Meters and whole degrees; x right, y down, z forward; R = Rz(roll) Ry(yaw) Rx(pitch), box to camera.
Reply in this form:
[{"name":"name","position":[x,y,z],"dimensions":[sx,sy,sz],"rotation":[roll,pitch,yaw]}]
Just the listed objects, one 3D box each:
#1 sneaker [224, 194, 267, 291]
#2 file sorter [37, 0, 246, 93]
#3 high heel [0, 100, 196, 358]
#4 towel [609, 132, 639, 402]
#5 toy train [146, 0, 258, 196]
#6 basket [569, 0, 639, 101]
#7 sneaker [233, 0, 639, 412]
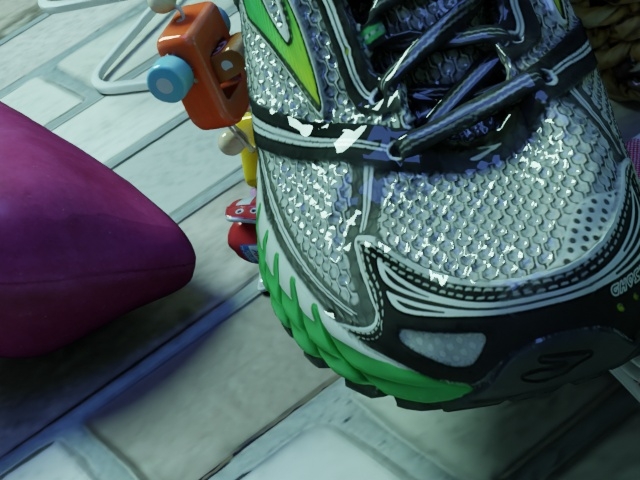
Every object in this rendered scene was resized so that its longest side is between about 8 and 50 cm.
[{"name":"sneaker","position":[0.000,0.000,0.609],"dimensions":[0.067,0.042,0.118],"rotation":[-26,21,-8]},{"name":"file sorter","position":[-0.097,-0.241,0.845],"dimensions":[0.193,0.277,0.173],"rotation":[-2,41,35]},{"name":"high heel","position":[-0.178,-0.030,0.777],"dimensions":[0.181,0.127,0.377],"rotation":[0,22,-13]},{"name":"towel","position":[0.168,-0.015,0.524],"dimensions":[0.197,0.029,0.144],"rotation":[-27,29,-9]},{"name":"toy train","position":[-0.017,-0.088,0.685],"dimensions":[0.046,0.125,0.166],"rotation":[-7,30,27]},{"name":"basket","position":[0.186,-0.232,0.659],"dimensions":[0.299,0.223,0.213],"rotation":[-31,29,-11]},{"name":"sneaker","position":[0.020,-0.086,0.514],"dimensions":[0.134,0.146,0.343],"rotation":[-16,48,-5]}]
